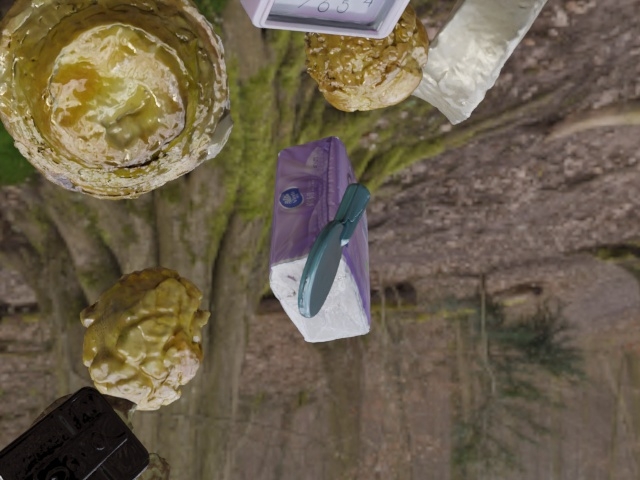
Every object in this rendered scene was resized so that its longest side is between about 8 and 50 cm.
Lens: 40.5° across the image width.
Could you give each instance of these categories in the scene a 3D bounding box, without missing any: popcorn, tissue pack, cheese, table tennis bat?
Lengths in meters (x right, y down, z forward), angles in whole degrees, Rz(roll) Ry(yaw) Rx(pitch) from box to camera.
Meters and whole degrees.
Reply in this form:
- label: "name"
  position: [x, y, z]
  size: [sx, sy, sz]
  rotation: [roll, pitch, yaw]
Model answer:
- label: "popcorn"
  position: [-0.301, 0.168, 1.475]
  size: [0.250, 0.250, 0.190]
  rotation: [1, 140, 41]
- label: "tissue pack"
  position: [0.000, 0.000, 1.689]
  size: [0.160, 0.242, 0.338]
  rotation: [-11, -137, 13]
- label: "cheese"
  position: [0.316, -0.402, 1.781]
  size: [0.153, 0.332, 0.292]
  rotation: [33, -159, 3]
- label: "table tennis bat"
  position: [0.017, 0.008, 1.103]
  size: [0.033, 0.201, 0.124]
  rotation: [17, 149, 13]

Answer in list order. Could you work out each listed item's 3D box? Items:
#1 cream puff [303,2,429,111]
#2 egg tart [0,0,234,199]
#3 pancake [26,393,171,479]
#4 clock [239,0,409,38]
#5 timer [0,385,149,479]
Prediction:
- label: "cream puff"
  position: [0.061, -0.281, 1.265]
  size: [0.189, 0.189, 0.129]
  rotation: [1, 159, 32]
- label: "egg tart"
  position: [-0.277, -0.207, 1.176]
  size: [0.341, 0.341, 0.129]
  rotation: [0, -164, -16]
- label: "pancake"
  position: [-0.335, 0.334, 1.275]
  size: [0.211, 0.235, 0.029]
  rotation: [-18, 161, -25]
- label: "clock"
  position: [0.019, -0.306, 0.976]
  size: [0.197, 0.063, 0.150]
  rotation: [-3, 143, -34]
- label: "timer"
  position: [-0.318, 0.287, 1.121]
  size: [0.055, 0.144, 0.187]
  rotation: [-37, -177, 36]
